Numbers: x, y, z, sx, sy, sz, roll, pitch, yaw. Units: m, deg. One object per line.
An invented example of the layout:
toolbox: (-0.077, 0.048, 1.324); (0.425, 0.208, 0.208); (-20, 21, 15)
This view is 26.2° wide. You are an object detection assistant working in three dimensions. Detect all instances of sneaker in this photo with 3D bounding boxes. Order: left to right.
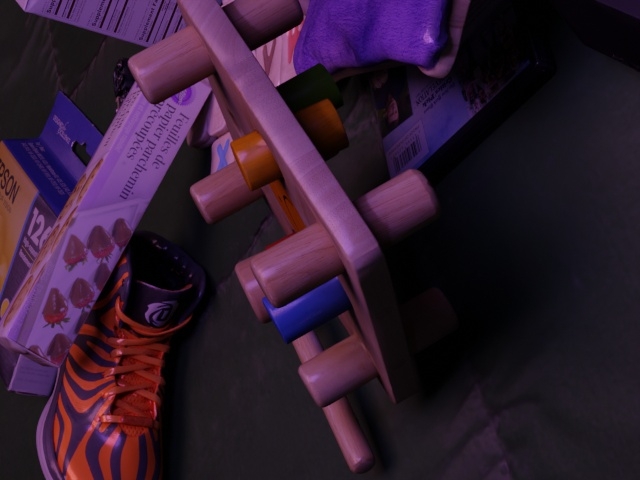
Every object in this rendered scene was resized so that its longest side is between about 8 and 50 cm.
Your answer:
sneaker: (-0.190, 0.123, 1.346); (0.180, 0.125, 0.321); (-48, 42, 40)

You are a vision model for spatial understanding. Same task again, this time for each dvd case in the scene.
dvd case: (0.096, -0.180, 1.102); (0.180, 0.022, 0.253); (-43, 45, 41)

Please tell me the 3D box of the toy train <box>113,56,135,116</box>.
toy train: (-0.225, -0.143, 1.589); (0.036, 0.027, 0.158); (-47, 42, 45)

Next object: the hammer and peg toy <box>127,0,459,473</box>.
hammer and peg toy: (0.000, 0.000, 1.018); (0.127, 0.361, 0.266); (-30, 62, -6)

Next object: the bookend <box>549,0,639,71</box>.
bookend: (0.186, -0.169, 0.814); (0.072, 0.157, 0.156); (-47, 35, 0)

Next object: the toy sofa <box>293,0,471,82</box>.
toy sofa: (0.001, -0.221, 1.015); (0.362, 0.150, 0.177); (-162, 90, -74)

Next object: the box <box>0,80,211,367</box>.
box: (-0.214, -0.029, 1.352); (0.067, 0.063, 0.324); (-5, 55, 63)

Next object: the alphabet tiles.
alphabet tiles: (-0.068, -0.183, 1.333); (0.284, 0.021, 0.278); (-19, 65, 61)

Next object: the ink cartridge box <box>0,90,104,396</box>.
ink cartridge box: (-0.359, -0.010, 1.717); (0.303, 0.072, 0.307); (41, 116, 55)

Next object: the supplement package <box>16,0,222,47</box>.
supplement package: (-0.227, -0.314, 1.488); (0.194, 0.203, 0.149); (47, 118, 54)
